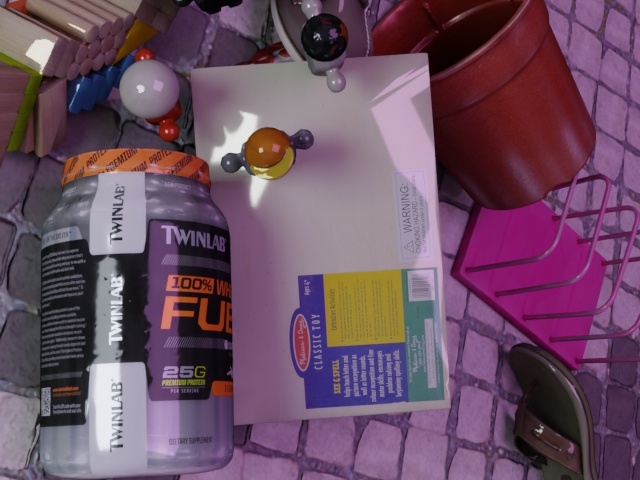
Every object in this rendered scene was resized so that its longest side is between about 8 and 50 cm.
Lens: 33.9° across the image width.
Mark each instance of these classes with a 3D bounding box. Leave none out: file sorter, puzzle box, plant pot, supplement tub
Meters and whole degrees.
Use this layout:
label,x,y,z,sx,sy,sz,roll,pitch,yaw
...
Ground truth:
label,x,y,z,sx,sy,sz,roll,pitch,yaw
file sorter,0.377,0.030,1.541,0.290,0.182,0.202,38,60,-28
puzzle box,0.000,0.000,1.197,0.272,0.052,0.409,-4,92,-2
plant pot,0.229,-0.199,1.431,0.265,0.272,0.272,51,54,-30
supplement tub,-0.186,0.076,1.066,0.193,0.193,0.316,5,79,-39

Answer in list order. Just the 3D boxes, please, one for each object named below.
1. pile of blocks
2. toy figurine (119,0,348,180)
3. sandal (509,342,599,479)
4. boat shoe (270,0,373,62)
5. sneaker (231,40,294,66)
label,x,y,z,sx,sy,sz,roll,pitch,yaw
pile of blocks,-0.300,-0.190,1.100,0.112,0.149,0.362,29,42,17
toy figurine,-0.083,-0.180,1.091,0.209,0.148,0.213,30,90,-2
sandal,0.329,0.294,1.500,0.086,0.120,0.303,-15,91,-26
boat shoe,0.002,-0.328,1.293,0.116,0.097,0.324,3,59,-30
sneaker,-0.043,-0.177,1.324,0.221,0.087,0.128,-30,118,-39
